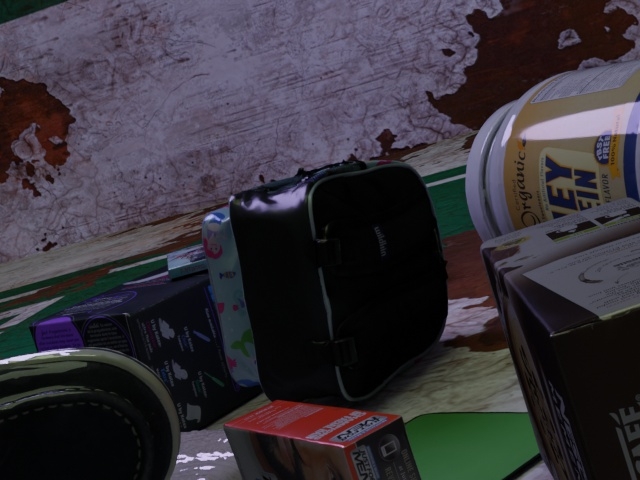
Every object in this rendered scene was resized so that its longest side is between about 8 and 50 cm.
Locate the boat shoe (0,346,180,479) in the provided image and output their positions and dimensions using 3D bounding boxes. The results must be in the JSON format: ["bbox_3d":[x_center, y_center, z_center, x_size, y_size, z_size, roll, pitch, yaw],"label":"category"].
[{"bbox_3d":[-0.312,0.231,0.895,0.500,0.187,0.156,-25,15,-15],"label":"boat shoe"}]

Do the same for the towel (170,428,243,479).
[{"bbox_3d":[-0.172,0.212,1.150,0.282,0.049,0.187,-13,10,28],"label":"towel"}]

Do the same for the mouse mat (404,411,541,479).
[{"bbox_3d":[0.098,0.163,1.052,0.152,0.007,0.189,-25,12,-40],"label":"mouse mat"}]

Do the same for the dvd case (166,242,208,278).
[{"bbox_3d":[-0.123,0.016,1.472,0.087,0.013,0.119,-16,8,-4],"label":"dvd case"}]

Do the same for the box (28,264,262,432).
[{"bbox_3d":[-0.147,0.107,1.464,0.165,0.143,0.270,-8,12,40],"label":"box"}]

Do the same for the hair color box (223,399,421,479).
[{"bbox_3d":[0.004,0.165,0.934,0.053,0.093,0.167,-23,9,-31],"label":"hair color box"}]

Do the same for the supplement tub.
[{"bbox_3d":[0.308,-0.062,1.329,0.228,0.228,0.316,-22,9,-27],"label":"supplement tub"}]

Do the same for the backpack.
[{"bbox_3d":[0.016,0.034,1.338,0.191,0.225,0.253,-5,10,38],"label":"backpack"}]

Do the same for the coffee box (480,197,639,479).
[{"bbox_3d":[0.189,0.084,0.820,0.118,0.168,0.297,-17,7,2],"label":"coffee box"}]

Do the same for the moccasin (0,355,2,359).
[{"bbox_3d":[-0.567,0.171,2.029,0.147,0.139,0.380,-31,4,-24],"label":"moccasin"}]
